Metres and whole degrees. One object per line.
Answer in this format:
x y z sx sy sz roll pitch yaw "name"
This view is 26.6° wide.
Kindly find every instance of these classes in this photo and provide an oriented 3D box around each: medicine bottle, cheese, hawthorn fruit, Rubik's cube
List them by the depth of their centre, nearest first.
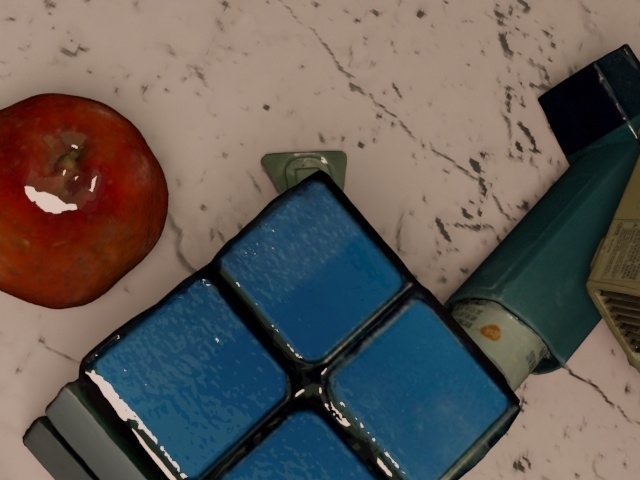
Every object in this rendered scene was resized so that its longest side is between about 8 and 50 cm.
-0.032 0.097 0.729 0.183 0.180 0.167 -39 89 -28 "Rubik's cube"
-0.148 -0.032 0.763 0.125 0.140 0.125 2 42 -2 "hawthorn fruit"
0.000 0.000 0.856 0.067 0.026 0.121 -4 74 -22 "cheese"
0.154 -0.007 0.887 0.124 0.079 0.258 45 64 -7 "medicine bottle"

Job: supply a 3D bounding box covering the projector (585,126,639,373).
0.283 0.048 0.871 0.269 0.088 0.194 34 73 -30 "projector"
